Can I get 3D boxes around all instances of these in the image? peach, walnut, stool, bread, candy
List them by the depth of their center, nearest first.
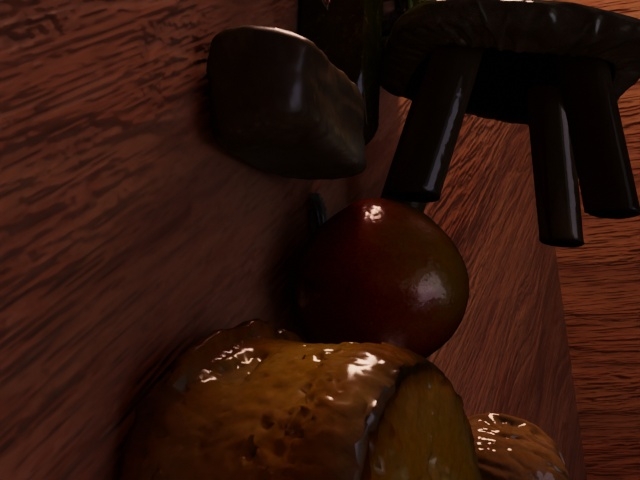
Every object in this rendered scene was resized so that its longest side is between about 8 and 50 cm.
[{"bbox_3d":[-0.003,0.254,0.867,0.398,0.215,0.398,-8,90,-65],"label":"bread"},{"bbox_3d":[-0.027,-0.125,1.062,0.234,0.102,0.104,28,58,-70],"label":"candy"},{"bbox_3d":[0.053,0.051,1.139,0.197,0.197,0.197,-5,90,-70],"label":"peach"},{"bbox_3d":[0.219,-0.127,1.276,0.310,0.310,0.226,100,-6,-82],"label":"stool"},{"bbox_3d":[0.245,0.343,1.549,0.213,0.213,0.213,-5,90,-70],"label":"walnut"}]

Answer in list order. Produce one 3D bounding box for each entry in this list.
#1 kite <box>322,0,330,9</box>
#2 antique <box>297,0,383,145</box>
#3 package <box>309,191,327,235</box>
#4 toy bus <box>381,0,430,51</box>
[{"bbox_3d":[-0.017,-0.358,1.189,0.321,0.016,0.234,0,70,-62],"label":"kite"},{"bbox_3d":[0.024,-0.212,1.254,0.080,0.081,0.221,44,44,-60],"label":"antique"},{"bbox_3d":[0.000,0.000,1.229,0.037,0.015,0.110,-11,96,-71],"label":"package"},{"bbox_3d":[0.112,-0.301,1.498,0.302,0.113,0.139,-18,102,-73],"label":"toy bus"}]
